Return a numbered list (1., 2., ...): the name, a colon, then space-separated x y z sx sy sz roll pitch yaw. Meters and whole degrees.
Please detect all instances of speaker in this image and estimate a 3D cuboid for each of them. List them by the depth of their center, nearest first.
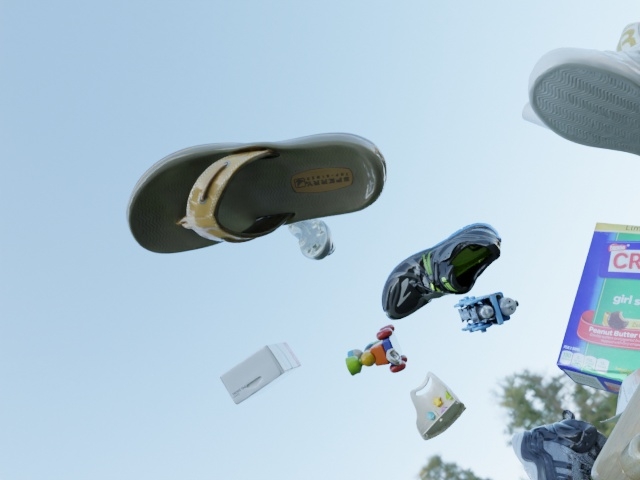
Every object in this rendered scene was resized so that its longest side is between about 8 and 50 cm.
1. speaker: 0.548 -0.292 1.266 0.055 0.136 0.055 -17 -54 -24

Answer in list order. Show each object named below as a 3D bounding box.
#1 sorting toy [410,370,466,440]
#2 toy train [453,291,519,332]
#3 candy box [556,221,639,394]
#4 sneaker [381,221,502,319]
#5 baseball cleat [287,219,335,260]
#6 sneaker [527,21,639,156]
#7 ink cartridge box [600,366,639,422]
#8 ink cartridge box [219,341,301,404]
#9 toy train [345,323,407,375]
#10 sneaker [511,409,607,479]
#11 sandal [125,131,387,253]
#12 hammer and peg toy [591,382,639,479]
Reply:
1. sorting toy: 0.169 0.238 0.790 0.044 0.075 0.083 16 -62 -44
2. toy train: 0.353 0.148 1.136 0.105 0.080 0.184 -17 -10 -2
3. candy box: 0.631 0.135 0.994 0.122 0.268 0.317 40 -112 -40
4. sneaker: 0.156 0.045 0.708 0.188 0.078 0.067 -36 -77 19
5. baseball cleat: 0.000 0.000 1.037 0.109 0.206 0.072 40 -83 -26
6. sneaker: 0.370 -0.206 0.662 0.292 0.169 0.108 14 -27 -22
7. ink cartridge box: 0.498 0.220 0.754 0.145 0.045 0.179 -1 -29 3
8. ink cartridge box: -0.111 0.250 1.019 0.109 0.063 0.150 -35 -14 3
9. toy train: 0.123 0.284 1.285 0.143 0.105 0.248 -24 -7 10
10. sneaker: 0.460 0.416 0.938 0.153 0.269 0.101 -40 -64 9
11. sandal: -0.046 -0.026 0.341 0.180 0.049 0.072 -9 -60 11
12. hammer and peg toy: 0.421 0.253 0.510 0.361 0.266 0.127 -46 -35 -22
